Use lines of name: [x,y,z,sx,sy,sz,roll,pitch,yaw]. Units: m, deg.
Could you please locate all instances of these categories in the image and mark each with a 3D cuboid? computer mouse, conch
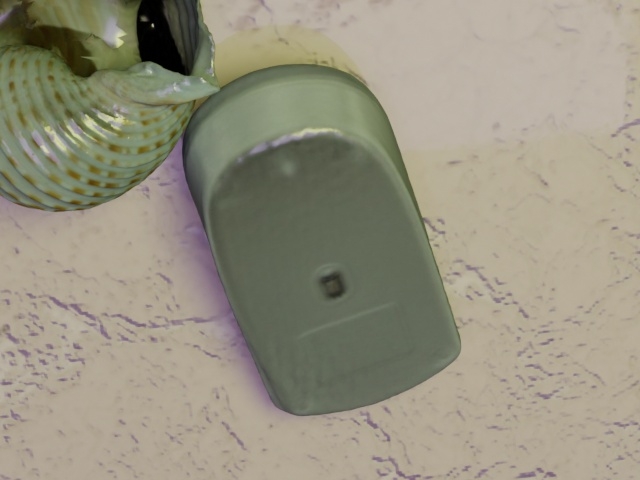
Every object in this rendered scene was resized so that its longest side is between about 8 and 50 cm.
computer mouse: [0.000,0.000,0.899,0.128,0.079,0.231,-15,123,3]
conch: [-0.126,-0.084,0.841,0.153,0.102,0.135,-12,77,4]
